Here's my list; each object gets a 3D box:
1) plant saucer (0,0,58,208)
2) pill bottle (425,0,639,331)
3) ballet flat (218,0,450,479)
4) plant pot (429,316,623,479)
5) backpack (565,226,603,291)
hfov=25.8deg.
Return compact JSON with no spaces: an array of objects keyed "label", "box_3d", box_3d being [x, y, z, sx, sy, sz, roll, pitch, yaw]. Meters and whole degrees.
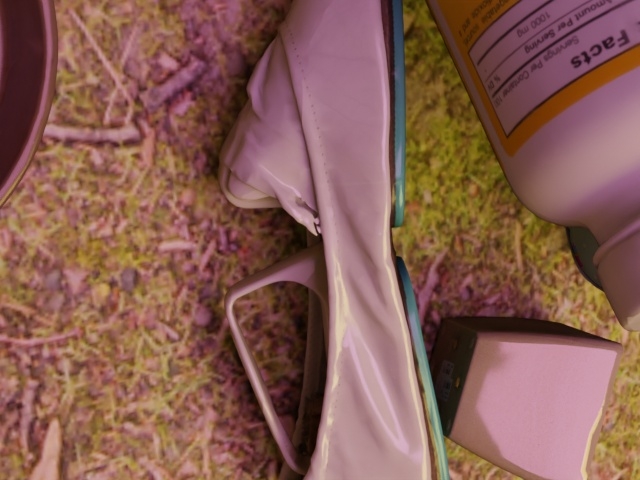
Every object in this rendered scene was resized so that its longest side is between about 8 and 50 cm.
[{"label":"plant saucer","box_3d":[-0.281,-0.106,0.753,0.277,0.041,0.278,-5,101,-27]},{"label":"pill bottle","box_3d":[0.163,-0.129,0.776,0.188,0.188,0.334,-15,74,-24]},{"label":"ballet flat","box_3d":[0.000,0.000,0.871,0.139,0.139,0.400,-12,103,-25]},{"label":"plant pot","box_3d":[0.128,0.103,0.959,0.096,0.109,0.109,16,91,-15]},{"label":"backpack","box_3d":[0.242,-0.033,0.945,0.144,0.188,0.166,-14,96,-17]}]
